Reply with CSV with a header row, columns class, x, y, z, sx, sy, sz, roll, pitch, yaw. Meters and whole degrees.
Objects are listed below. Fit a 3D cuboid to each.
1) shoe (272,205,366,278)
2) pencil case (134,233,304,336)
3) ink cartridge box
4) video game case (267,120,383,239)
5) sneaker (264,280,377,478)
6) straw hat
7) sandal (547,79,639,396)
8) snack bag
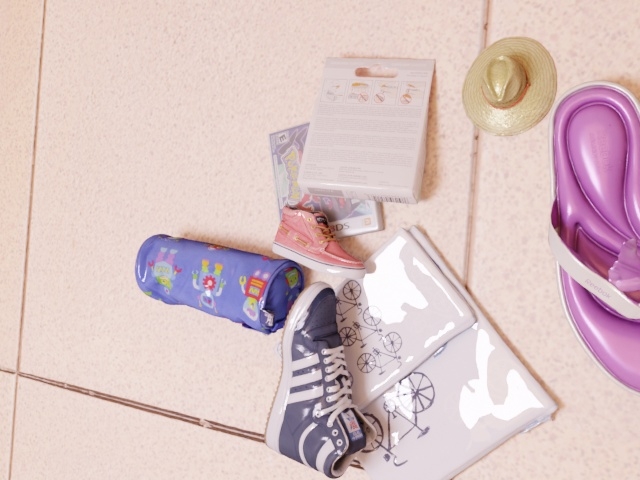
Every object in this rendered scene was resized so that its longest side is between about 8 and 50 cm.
class,x,y,z,sx,sy,sz,roll,pitch,yaw
shoe,0.000,0.000,0.999,0.178,0.064,0.081,19,101,37
pencil case,-0.174,0.073,1.093,0.306,0.119,0.133,11,96,29
ink cartridge box,0.075,-0.172,0.990,0.181,0.056,0.224,6,71,17
video game case,0.004,-0.099,1.053,0.184,0.023,0.201,-11,83,28
sneaker,0.016,0.211,0.948,0.153,0.099,0.282,21,104,36
straw hat,0.254,-0.222,0.895,0.145,0.061,0.144,-1,87,29
sandal,0.362,0.000,0.802,0.170,0.102,0.415,-18,80,28
snack bag,0.121,0.204,0.969,0.323,0.037,0.342,-43,69,21
